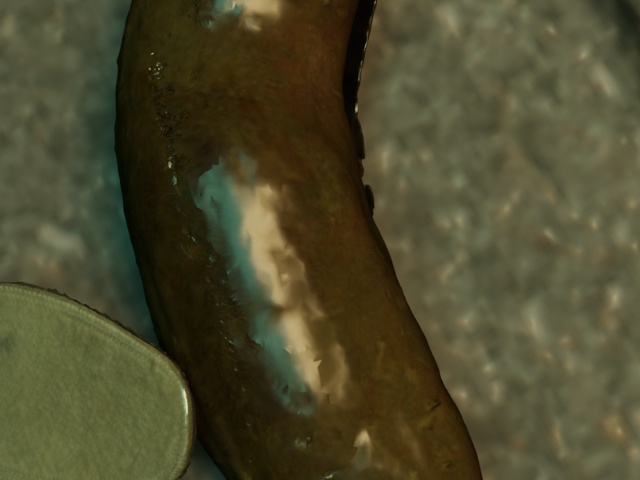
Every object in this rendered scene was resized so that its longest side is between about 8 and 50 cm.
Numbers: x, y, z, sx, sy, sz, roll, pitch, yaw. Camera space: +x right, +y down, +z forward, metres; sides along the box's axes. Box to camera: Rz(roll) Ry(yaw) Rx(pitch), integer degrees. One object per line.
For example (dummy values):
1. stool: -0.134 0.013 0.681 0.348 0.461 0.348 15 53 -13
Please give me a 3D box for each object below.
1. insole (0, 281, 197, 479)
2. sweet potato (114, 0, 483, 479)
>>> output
1. insole: -0.118 0.041 0.531 0.192 0.010 0.063 6 96 30
2. sweet potato: -0.003 0.000 0.508 0.112 0.085 0.286 -18 79 20
